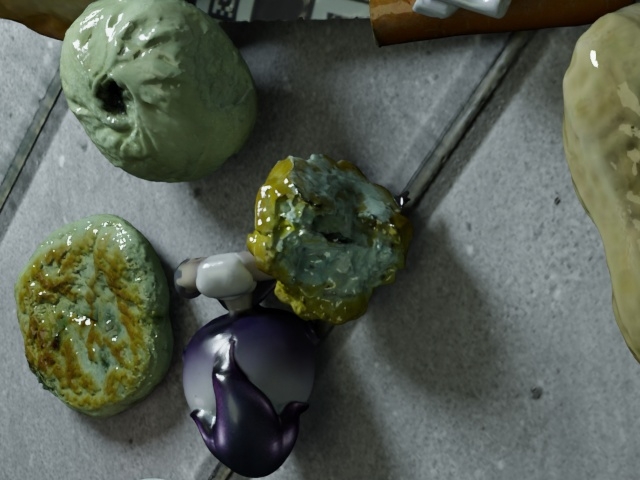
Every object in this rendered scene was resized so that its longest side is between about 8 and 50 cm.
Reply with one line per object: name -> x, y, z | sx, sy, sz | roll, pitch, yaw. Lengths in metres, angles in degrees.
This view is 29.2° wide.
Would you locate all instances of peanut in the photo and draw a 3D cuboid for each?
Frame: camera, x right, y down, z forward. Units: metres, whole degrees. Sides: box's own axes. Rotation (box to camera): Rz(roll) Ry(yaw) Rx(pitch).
peanut -> 0.270, -0.024, 0.929 | 0.152, 0.152, 0.313 | -18, 90, 35

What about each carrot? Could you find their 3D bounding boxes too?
carrot -> 0.154, -0.202, 1.008 | 0.225, 0.067, 0.067 | -6, 90, 14

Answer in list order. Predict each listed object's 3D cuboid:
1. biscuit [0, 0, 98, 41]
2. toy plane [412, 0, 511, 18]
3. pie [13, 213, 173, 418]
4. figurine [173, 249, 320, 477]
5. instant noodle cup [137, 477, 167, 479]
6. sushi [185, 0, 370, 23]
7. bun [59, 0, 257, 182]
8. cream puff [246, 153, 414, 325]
biscuit -> -0.254, -0.286, 1.247 | 0.274, 0.213, 0.091 | -11, 54, 46
toy plane -> 0.124, -0.295, 0.949 | 0.252, 0.118, 0.252 | 0, 91, 22
pie -> -0.252, 0.082, 1.361 | 0.240, 0.054, 0.241 | 5, 98, 37
figurine -> -0.067, 0.116, 1.185 | 0.145, 0.145, 0.222 | -13, 85, 35
instant noodle cup -> -0.241, 0.380, 1.257 | 0.244, 0.255, 0.244 | 2, 93, 37
sushi -> 0.011, -0.367, 1.138 | 0.320, 0.069, 0.339 | 1, 94, 27
bun -> -0.169, -0.141, 1.206 | 0.221, 0.108, 0.221 | 26, 146, 19
cream puff -> -0.001, 0.001, 1.127 | 0.121, 0.156, 0.156 | -126, 51, -62
